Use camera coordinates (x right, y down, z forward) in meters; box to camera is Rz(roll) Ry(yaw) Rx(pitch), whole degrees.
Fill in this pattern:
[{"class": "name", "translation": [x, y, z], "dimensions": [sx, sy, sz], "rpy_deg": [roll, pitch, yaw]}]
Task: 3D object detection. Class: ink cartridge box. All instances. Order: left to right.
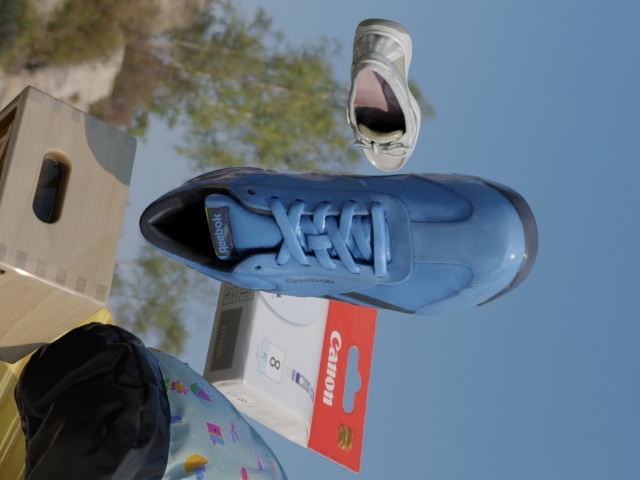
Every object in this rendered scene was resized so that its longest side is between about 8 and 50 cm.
[{"class": "ink cartridge box", "translation": [-0.006, 0.154, 1.823], "dimensions": [0.091, 0.385, 0.308], "rpy_deg": [-15, -127, 35]}]

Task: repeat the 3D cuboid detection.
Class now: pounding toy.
[{"class": "pounding toy", "translation": [-0.185, -0.021, 0.668], "dimensions": [0.130, 0.100, 0.141], "rpy_deg": [-29, -134, 43]}]

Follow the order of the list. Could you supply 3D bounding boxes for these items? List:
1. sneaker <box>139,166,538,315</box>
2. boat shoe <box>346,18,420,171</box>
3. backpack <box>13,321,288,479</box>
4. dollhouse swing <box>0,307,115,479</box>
[{"class": "sneaker", "translation": [0.000, 0.000, 0.567], "dimensions": [0.209, 0.082, 0.069], "rpy_deg": [5, -84, 39]}, {"class": "boat shoe", "translation": [0.092, -0.205, 1.843], "dimensions": [0.320, 0.118, 0.103], "rpy_deg": [87, 17, -57]}, {"class": "backpack", "translation": [-0.092, 0.146, 0.699], "dimensions": [0.115, 0.182, 0.152], "rpy_deg": [-25, -138, 13]}, {"class": "dollhouse swing", "translation": [-0.421, 0.190, 1.373], "dimensions": [0.304, 0.347, 0.315], "rpy_deg": [-62, -173, 4]}]
